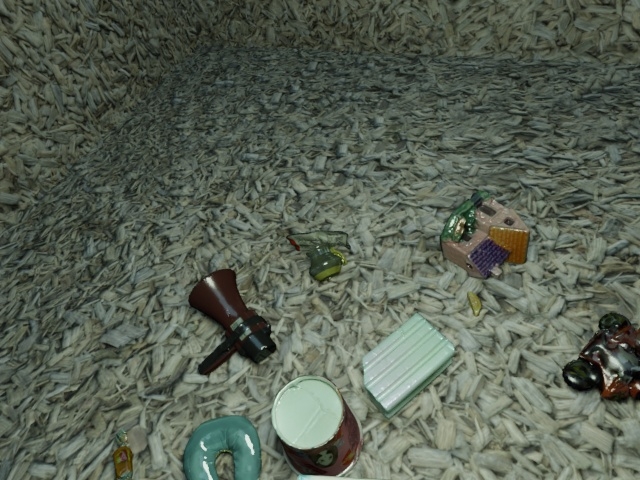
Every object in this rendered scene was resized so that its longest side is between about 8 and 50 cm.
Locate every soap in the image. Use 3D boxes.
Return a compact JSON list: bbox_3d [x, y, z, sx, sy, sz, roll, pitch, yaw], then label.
[{"bbox_3d":[0.253,0.374,1.371,0.289,0.095,0.173,-35,52,-17],"label":"soap"}]

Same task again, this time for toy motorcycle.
[{"bbox_3d":[0.872,0.303,1.272,0.401,0.134,0.207,-41,54,-20],"label":"toy motorcycle"}]

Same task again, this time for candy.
[{"bbox_3d":[-0.585,0.658,1.346,0.053,0.046,0.182,-20,54,-9],"label":"candy"}]

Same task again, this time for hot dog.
[{"bbox_3d":[0.514,0.208,1.499,0.034,0.030,0.090,-9,49,3],"label":"hot dog"}]

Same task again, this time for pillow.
[{"bbox_3d":[-0.283,0.613,1.294,0.233,0.086,0.214,-17,54,0],"label":"pillow"}]

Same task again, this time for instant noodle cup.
[{"bbox_3d":[-0.013,0.504,1.229,0.243,0.231,0.243,-6,50,7],"label":"instant noodle cup"}]

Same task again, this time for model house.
[{"bbox_3d":[0.576,-0.006,1.555,0.237,0.202,0.237,-37,52,-19],"label":"model house"}]

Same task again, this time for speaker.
[{"bbox_3d":[-0.325,0.287,1.525,0.259,0.198,0.329,-24,56,-25],"label":"speaker"}]

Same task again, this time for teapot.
[{"bbox_3d":[0.025,0.076,1.661,0.165,0.130,0.119,-13,72,-40],"label":"teapot"}]

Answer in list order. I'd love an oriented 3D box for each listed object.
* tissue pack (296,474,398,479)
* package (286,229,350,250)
[{"bbox_3d":[0.080,0.651,1.103,0.271,0.201,0.124,-1,57,11],"label":"tissue pack"},{"bbox_3d":[0.000,0.000,1.696,0.232,0.166,0.040,-2,66,15],"label":"package"}]
